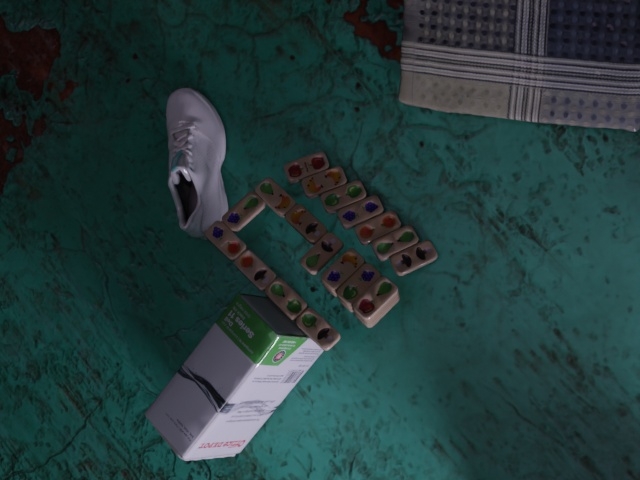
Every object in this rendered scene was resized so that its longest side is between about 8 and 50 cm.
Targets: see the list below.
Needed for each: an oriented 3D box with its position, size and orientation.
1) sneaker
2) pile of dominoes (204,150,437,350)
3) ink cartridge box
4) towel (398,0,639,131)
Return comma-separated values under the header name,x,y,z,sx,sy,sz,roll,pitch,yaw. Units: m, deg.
name,x,y,z,sx,sy,sz,roll,pitch,yaw
sneaker,-0.176,-0.109,1.804,0.080,0.094,0.212,-16,80,24
pile of dominoes,0.000,0.000,1.706,0.196,0.040,0.251,-44,69,-11
ink cartridge box,-0.106,0.176,1.720,0.087,0.153,0.208,43,103,23
towel,0.247,-0.299,1.617,0.324,0.056,0.312,10,111,23
